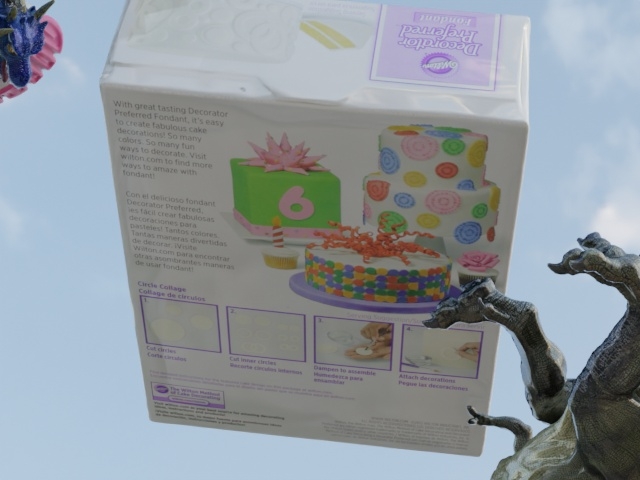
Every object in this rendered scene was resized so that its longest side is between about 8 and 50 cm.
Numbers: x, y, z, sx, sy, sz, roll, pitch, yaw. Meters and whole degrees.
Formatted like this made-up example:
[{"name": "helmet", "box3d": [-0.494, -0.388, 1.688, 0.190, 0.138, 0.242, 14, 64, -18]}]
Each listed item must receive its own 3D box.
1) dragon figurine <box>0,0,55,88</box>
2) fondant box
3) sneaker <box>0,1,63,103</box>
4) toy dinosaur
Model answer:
[{"name": "dragon figurine", "box3d": [-0.230, -0.225, 0.951, 0.144, 0.289, 0.085, 1, -2, 26]}, {"name": "fondant box", "box3d": [0.000, 0.000, 0.990, 0.238, 0.096, 0.330, 6, -40, 5]}, {"name": "sneaker", "box3d": [-0.348, -0.139, 1.373, 0.252, 0.111, 0.103, -40, -20, 4]}, {"name": "toy dinosaur", "box3d": [0.107, 0.060, 0.594, 0.268, 0.064, 0.118, -30, -86, 34]}]
